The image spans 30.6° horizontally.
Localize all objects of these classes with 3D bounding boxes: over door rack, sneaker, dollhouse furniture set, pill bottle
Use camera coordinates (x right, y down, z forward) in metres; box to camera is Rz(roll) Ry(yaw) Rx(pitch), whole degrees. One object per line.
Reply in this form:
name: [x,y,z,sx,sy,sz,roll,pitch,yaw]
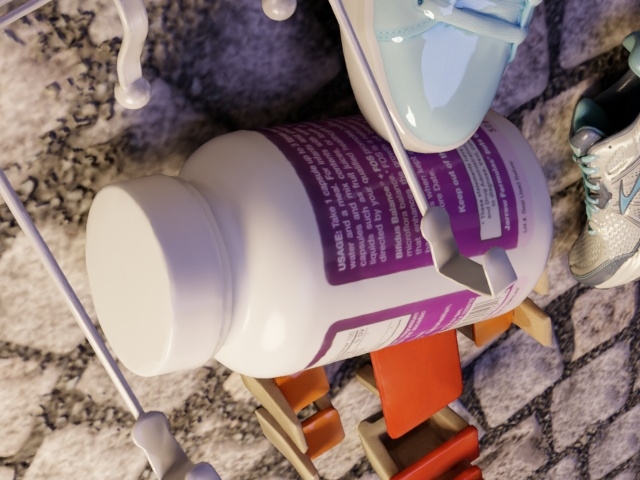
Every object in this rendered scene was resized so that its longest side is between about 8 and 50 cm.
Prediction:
over door rack: [-0.070,-0.049,0.652,0.239,0.108,0.324,-35,105,-20]
sneaker: [0.113,-0.217,0.680,0.135,0.150,0.366,2,108,-29]
sneaker: [0.267,-0.076,1.042,0.122,0.110,0.283,9,129,-12]
dollhouse furniture set: [0.091,0.142,1.034,0.262,0.135,0.259,-31,138,-15]
pill bottle: [0.000,0.000,0.812,0.301,0.169,0.169,-11,130,-33]
